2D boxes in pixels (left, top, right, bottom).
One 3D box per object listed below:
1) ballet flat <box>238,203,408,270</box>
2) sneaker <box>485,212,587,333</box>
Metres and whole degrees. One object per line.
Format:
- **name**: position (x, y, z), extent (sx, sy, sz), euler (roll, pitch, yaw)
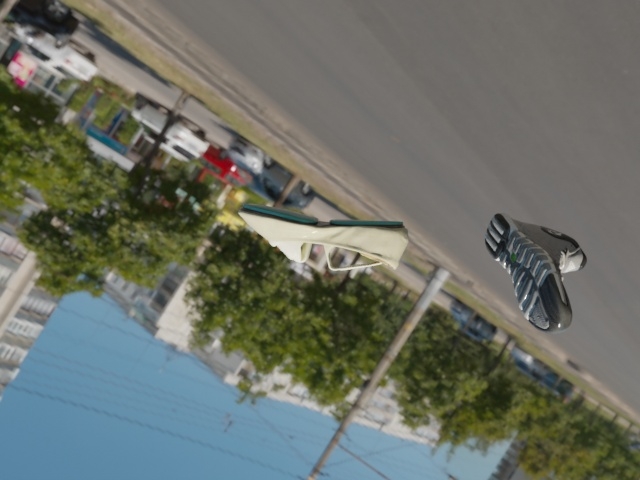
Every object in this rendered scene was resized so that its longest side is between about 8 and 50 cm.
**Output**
- **ballet flat**: position (0.000, 0.000, 1.125), extent (0.248, 0.086, 0.086), euler (7, 177, 8)
- **sneaker**: position (0.334, 0.041, 1.116), extent (0.132, 0.086, 0.229), euler (5, -142, -19)
